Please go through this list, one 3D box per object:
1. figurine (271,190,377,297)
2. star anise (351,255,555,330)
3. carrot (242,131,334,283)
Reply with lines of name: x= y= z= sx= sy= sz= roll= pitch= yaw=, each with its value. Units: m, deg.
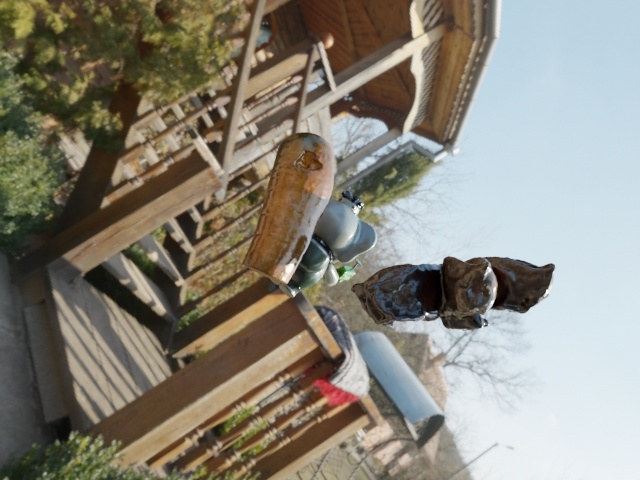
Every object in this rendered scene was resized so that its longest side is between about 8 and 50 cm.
figurine: x=0.000 y=0.000 z=0.767 sx=0.147 sy=0.192 sz=0.126 roll=40 pitch=-16 yaw=6
star anise: x=0.156 y=0.069 z=0.621 sx=0.220 sy=0.214 sz=0.099 roll=160 pitch=-80 yaw=-69
carrot: x=-0.034 y=-0.041 z=0.637 sx=0.087 sy=0.193 sz=0.087 roll=13 pitch=-12 yaw=3
